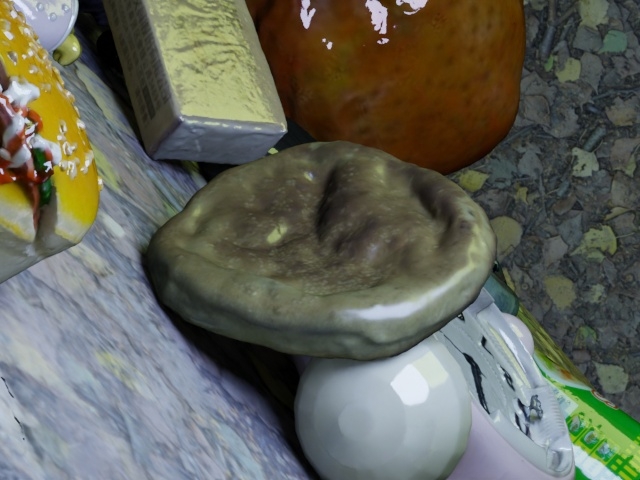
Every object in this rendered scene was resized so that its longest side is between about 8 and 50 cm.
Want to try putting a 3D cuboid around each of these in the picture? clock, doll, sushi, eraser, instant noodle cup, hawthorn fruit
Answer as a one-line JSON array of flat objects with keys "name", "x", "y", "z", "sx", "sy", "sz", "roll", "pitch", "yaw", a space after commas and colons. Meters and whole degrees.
[{"name": "clock", "x": 0.099, "y": 0.144, "z": 1.257, "sx": 0.342, "sy": 0.184, "sz": 0.326, "roll": 36, "pitch": 19, "yaw": -30}, {"name": "doll", "x": -0.286, "y": -0.220, "z": 1.256, "sx": 0.207, "sy": 0.081, "sz": 0.129, "roll": 30, "pitch": 33, "yaw": -54}, {"name": "sushi", "x": -0.223, "y": -0.211, "z": 1.596, "sx": 0.046, "sy": 0.044, "sz": 0.083, "roll": 38, "pitch": 12, "yaw": -49}, {"name": "eraser", "x": -0.155, "y": -0.242, "z": 1.532, "sx": 0.144, "sy": 0.078, "sz": 0.343, "roll": 3, "pitch": 56, "yaw": -38}, {"name": "instant noodle cup", "x": 0.234, "y": 0.220, "z": 1.547, "sx": 0.232, "sy": 0.207, "sz": 0.207, "roll": 43, "pitch": 8, "yaw": 13}, {"name": "hawthorn fruit", "x": 0.047, "y": -0.288, "z": 1.905, "sx": 0.472, "sy": 0.472, "sz": 0.472, "roll": 46, "pitch": 10, "yaw": -11}]

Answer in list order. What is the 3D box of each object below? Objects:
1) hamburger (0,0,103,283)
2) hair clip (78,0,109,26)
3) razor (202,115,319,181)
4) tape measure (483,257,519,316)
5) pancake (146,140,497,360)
[{"name": "hamburger", "x": -0.240, "y": -0.107, "z": 0.834, "sx": 0.295, "sy": 0.151, "sz": 0.227, "roll": 49, "pitch": 7, "yaw": 16}, {"name": "hair clip", "x": -0.237, "y": -0.283, "z": 1.703, "sx": 0.278, "sy": 0.090, "sz": 0.137, "roll": -18, "pitch": 101, "yaw": -76}, {"name": "razor", "x": -0.015, "y": -0.049, "z": 1.691, "sx": 0.327, "sy": 0.107, "sz": 0.189, "roll": 41, "pitch": 13, "yaw": -40}, {"name": "tape measure", "x": 0.166, "y": 0.036, "z": 2.036, "sx": 0.275, "sy": 0.147, "sz": 0.256, "roll": 46, "pitch": 11, "yaw": -7}, {"name": "pancake", "x": 0.000, "y": 0.000, "z": 1.165, "sx": 0.294, "sy": 0.294, "sz": 0.050, "roll": -118, "pitch": -160, "yaw": -53}]
